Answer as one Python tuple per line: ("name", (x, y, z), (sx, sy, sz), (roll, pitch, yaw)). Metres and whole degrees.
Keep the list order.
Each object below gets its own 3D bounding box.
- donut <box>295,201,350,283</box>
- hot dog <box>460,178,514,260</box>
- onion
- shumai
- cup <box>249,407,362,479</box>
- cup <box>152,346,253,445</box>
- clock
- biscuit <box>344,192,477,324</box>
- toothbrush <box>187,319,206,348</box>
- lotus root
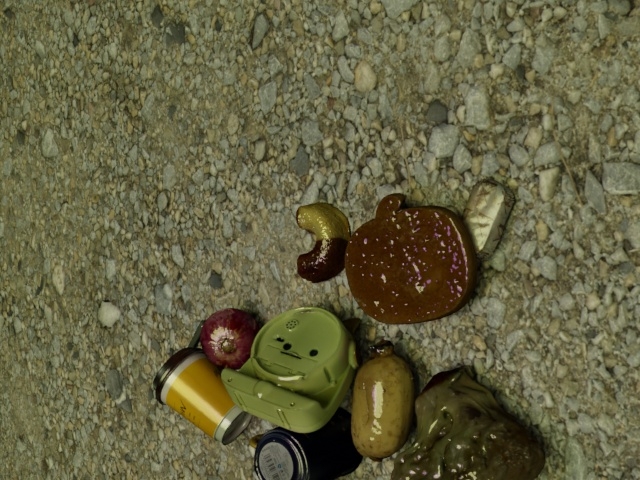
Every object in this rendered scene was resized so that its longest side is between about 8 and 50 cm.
("donut", (0.000, -0.002, 1.715), (0.141, 0.085, 0.217), (-10, 81, 34))
("hot dog", (0.370, -0.046, 1.485), (0.108, 0.059, 0.191), (24, 97, 25))
("onion", (-0.250, 0.278, 1.838), (0.177, 0.153, 0.178), (-3, 83, 23))
("shumai", (0.291, 0.427, 1.415), (0.345, 0.217, 0.283), (-20, 75, 22))
("cup", (-0.060, 0.541, 1.631), (0.255, 0.256, 0.179), (-32, 71, 30))
("cup", (-0.332, 0.445, 1.869), (0.279, 0.196, 0.197), (34, 107, 22))
("clock", (-0.048, 0.287, 1.614), (0.286, 0.348, 0.117), (11, 136, 33))
("biscuit", (0.203, 0.043, 1.557), (0.367, 0.063, 0.315), (-17, 86, 44))
("toothbrush", (-0.421, 0.369, 2.018), (0.030, 0.030, 0.297), (42, 109, 37))
("lotus root", (0.148, 0.380, 1.557), (0.160, 0.146, 0.285), (-3, 86, 54))
